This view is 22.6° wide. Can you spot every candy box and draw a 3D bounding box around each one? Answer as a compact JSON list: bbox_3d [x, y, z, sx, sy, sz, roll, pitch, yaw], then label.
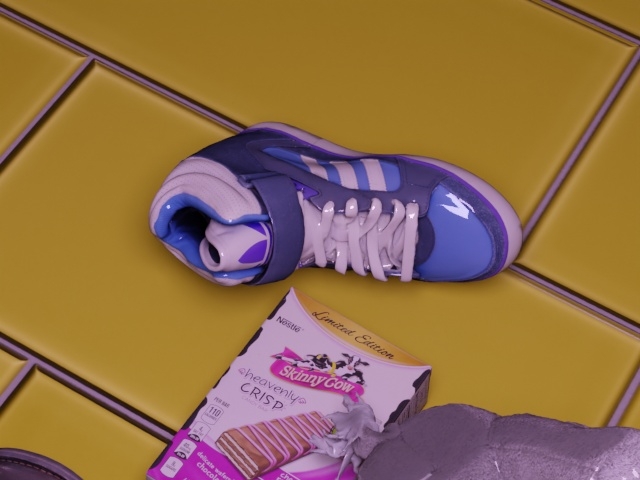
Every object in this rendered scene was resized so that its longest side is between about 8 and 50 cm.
[{"bbox_3d":[-0.025,0.176,1.448,0.159,0.071,0.233,29,60,16],"label":"candy box"}]

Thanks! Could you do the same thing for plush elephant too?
[{"bbox_3d":[0.131,0.276,1.289,0.272,0.255,0.330,-37,25,-14],"label":"plush elephant"}]

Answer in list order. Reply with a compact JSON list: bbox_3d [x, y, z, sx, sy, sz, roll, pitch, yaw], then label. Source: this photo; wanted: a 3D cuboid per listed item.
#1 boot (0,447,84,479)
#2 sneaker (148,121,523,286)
[{"bbox_3d":[-0.253,0.308,1.311,0.263,0.091,0.229,37,48,18],"label":"boot"},{"bbox_3d":[0.000,-0.001,1.484,0.323,0.130,0.236,20,32,20],"label":"sneaker"}]
